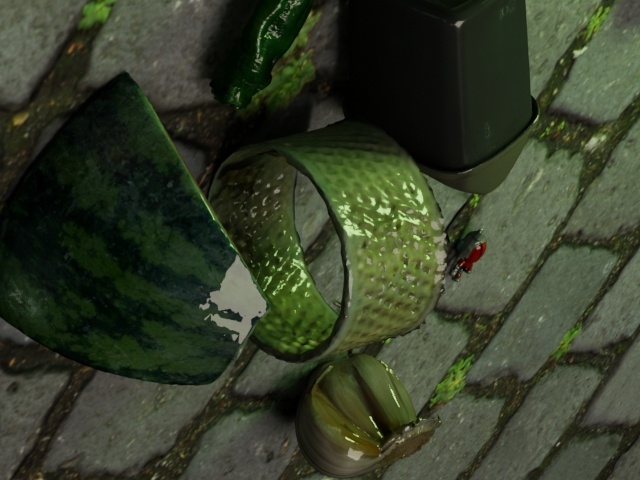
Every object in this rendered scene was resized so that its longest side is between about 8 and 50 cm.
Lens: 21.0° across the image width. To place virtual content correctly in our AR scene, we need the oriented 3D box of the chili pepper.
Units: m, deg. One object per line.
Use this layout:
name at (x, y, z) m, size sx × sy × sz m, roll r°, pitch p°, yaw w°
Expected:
chili pepper at (-0.046, -0.237, 1.816) m, size 0.224 × 0.061 × 0.098 m, roll -58°, pitch 175°, yaw 18°

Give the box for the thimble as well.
thimble at (0.000, 0.000, 1.963) m, size 0.150 × 0.271 × 0.271 m, roll -15°, pitch 136°, yaw -38°

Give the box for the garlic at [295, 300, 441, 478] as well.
garlic at (0.071, 0.216, 2.366) m, size 0.207 × 0.207 × 0.256 m, roll -13°, pitch 121°, yaw -45°

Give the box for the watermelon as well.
watermelon at (-0.161, -0.015, 1.819) m, size 0.250 × 0.283 × 0.292 m, roll -56°, pitch 178°, yaw 41°

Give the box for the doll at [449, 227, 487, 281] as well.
doll at (0.216, 0.014, 2.474) m, size 0.057 × 0.039 × 0.114 m, roll -3°, pitch 142°, yaw -16°

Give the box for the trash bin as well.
trash bin at (0.134, -0.200, 1.964) m, size 0.182 × 0.209 × 0.290 m, roll -36°, pitch 142°, yaw -26°
